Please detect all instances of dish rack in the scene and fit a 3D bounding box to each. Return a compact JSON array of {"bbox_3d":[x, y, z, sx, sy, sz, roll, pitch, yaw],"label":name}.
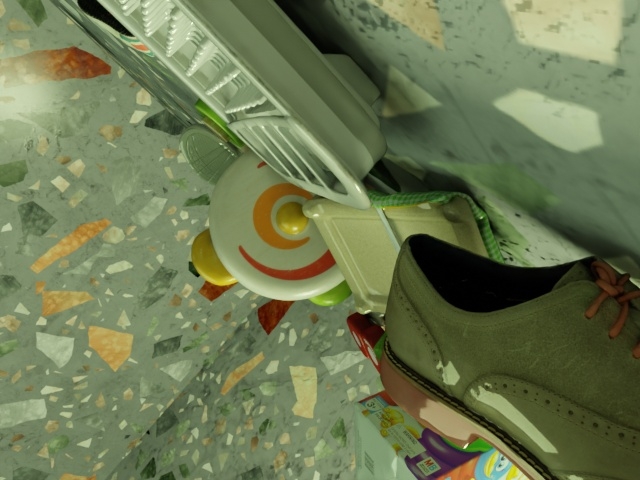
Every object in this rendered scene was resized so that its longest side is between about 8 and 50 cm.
[{"bbox_3d":[-0.090,-0.169,0.406,0.333,0.072,0.285,42,178,-20],"label":"dish rack"}]

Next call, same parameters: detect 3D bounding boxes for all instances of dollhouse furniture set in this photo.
[{"bbox_3d":[0.142,0.038,0.546,0.197,0.151,0.302,5,131,49],"label":"dollhouse furniture set"}]

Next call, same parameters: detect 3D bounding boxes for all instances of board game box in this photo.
[{"bbox_3d":[0.197,0.253,0.671,0.142,0.275,0.144,36,136,53],"label":"board game box"}]

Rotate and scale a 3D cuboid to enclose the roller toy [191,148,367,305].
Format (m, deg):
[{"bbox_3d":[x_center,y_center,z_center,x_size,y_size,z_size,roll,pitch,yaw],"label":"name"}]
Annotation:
[{"bbox_3d":[-0.039,-0.025,0.645,0.209,0.191,0.146,13,178,-4],"label":"roller toy"}]

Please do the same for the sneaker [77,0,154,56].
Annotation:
[{"bbox_3d":[-0.323,-0.349,0.842,0.161,0.057,0.075,37,170,20],"label":"sneaker"}]

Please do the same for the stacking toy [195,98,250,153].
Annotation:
[{"bbox_3d":[-0.173,-0.151,1.121,0.279,0.130,0.309,40,176,9],"label":"stacking toy"}]

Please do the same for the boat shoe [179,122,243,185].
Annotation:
[{"bbox_3d":[-0.233,-0.199,1.354,0.320,0.118,0.103,35,-149,-42],"label":"boat shoe"}]

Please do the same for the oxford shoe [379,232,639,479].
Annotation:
[{"bbox_3d":[0.170,0.082,0.293,0.348,0.123,0.130,15,118,42],"label":"oxford shoe"}]

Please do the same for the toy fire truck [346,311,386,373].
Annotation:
[{"bbox_3d":[0.127,0.102,1.026,0.254,0.169,0.302,66,172,-9],"label":"toy fire truck"}]
